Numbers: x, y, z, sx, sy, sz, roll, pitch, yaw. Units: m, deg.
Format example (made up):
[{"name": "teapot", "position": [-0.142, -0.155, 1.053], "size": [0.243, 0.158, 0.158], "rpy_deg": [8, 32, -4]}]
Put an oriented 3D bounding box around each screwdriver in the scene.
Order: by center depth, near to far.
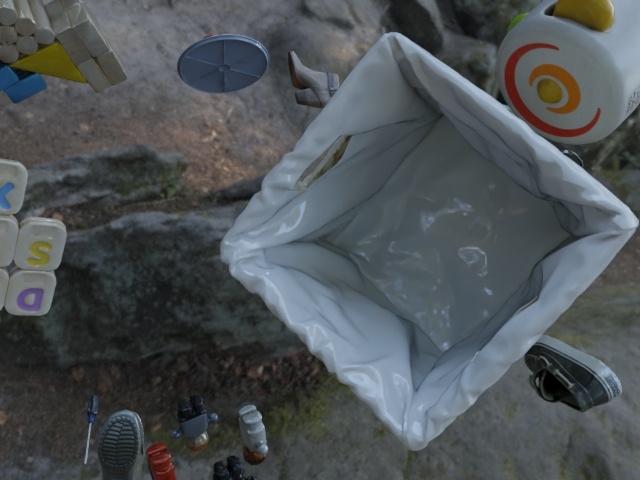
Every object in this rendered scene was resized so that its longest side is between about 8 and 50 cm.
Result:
[{"name": "screwdriver", "position": [-0.493, 0.403, 1.441], "size": [0.024, 0.025, 0.169], "rpy_deg": [40, 19, -34]}]

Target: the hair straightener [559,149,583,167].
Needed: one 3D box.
[{"name": "hair straightener", "position": [0.273, -0.074, 0.950], "size": [0.231, 0.089, 0.047], "rpy_deg": [-20, 82, -6]}]

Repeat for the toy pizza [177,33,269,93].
[{"name": "toy pizza", "position": [-0.213, -0.390, 1.469], "size": [0.201, 0.201, 0.032], "rpy_deg": [5, 64, -38]}]

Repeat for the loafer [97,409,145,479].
[{"name": "loafer", "position": [-0.442, 0.477, 1.498], "size": [0.095, 0.251, 0.087], "rpy_deg": [9, 20, -4]}]

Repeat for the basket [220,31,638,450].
[{"name": "basket", "position": [0.128, -0.003, 0.803], "size": [0.331, 0.328, 0.266], "rpy_deg": [43, 14, 16]}]

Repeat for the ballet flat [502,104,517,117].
[{"name": "ballet flat", "position": [0.187, -0.186, 1.043], "size": [0.249, 0.086, 0.086], "rpy_deg": [11, 33, 9]}]

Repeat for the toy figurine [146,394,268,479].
[{"name": "toy figurine", "position": [-0.210, 0.420, 1.292], "size": [0.213, 0.148, 0.209], "rpy_deg": [4, 31, 12]}]

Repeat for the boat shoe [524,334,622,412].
[{"name": "boat shoe", "position": [0.336, 0.191, 0.963], "size": [0.077, 0.070, 0.219], "rpy_deg": [60, -7, -3]}]

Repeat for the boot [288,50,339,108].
[{"name": "boot", "position": [-0.010, -0.305, 1.268], "size": [0.087, 0.042, 0.118], "rpy_deg": [-10, 85, -11]}]

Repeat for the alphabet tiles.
[{"name": "alphabet tiles", "position": [-0.455, 0.024, 0.788], "size": [0.284, 0.277, 0.021], "rpy_deg": [7, 27, -34]}]

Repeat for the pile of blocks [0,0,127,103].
[{"name": "pile of blocks", "position": [-0.389, -0.233, 0.694], "size": [0.362, 0.149, 0.112], "rpy_deg": [13, 32, -39]}]

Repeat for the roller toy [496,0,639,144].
[{"name": "roller toy", "position": [0.342, -0.233, 0.897], "size": [0.146, 0.209, 0.191], "rpy_deg": [-43, 100, -21]}]
